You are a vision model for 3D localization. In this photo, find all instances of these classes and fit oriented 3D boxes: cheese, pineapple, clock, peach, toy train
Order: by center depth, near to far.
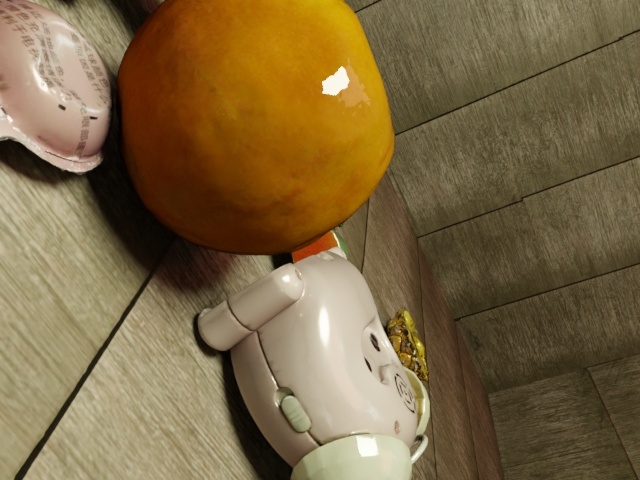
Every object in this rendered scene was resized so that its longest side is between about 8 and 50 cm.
[{"bbox_3d":[-0.270,-0.142,0.527,0.189,0.074,0.286,65,17,-12],"label":"cheese"},{"bbox_3d":[-0.083,-0.138,0.691,0.343,0.301,0.343,-19,90,-88],"label":"peach"},{"bbox_3d":[0.019,0.186,0.810,0.326,0.184,0.342,61,22,4],"label":"clock"},{"bbox_3d":[0.000,0.000,1.079,0.285,0.116,0.177,25,51,-85],"label":"toy train"},{"bbox_3d":[0.226,0.281,1.556,0.225,0.076,0.225,-19,90,-76],"label":"pineapple"}]
